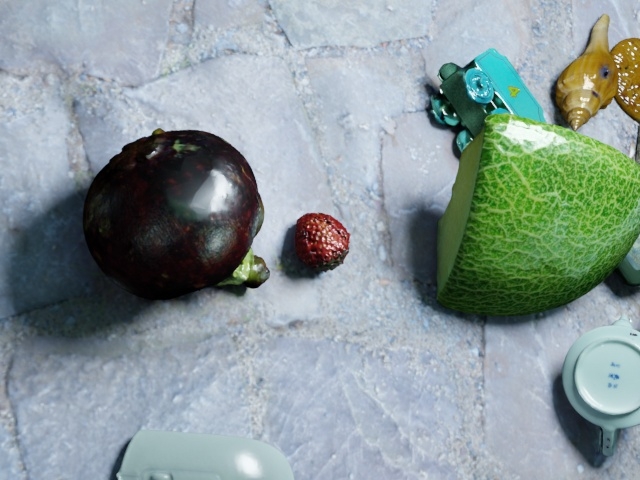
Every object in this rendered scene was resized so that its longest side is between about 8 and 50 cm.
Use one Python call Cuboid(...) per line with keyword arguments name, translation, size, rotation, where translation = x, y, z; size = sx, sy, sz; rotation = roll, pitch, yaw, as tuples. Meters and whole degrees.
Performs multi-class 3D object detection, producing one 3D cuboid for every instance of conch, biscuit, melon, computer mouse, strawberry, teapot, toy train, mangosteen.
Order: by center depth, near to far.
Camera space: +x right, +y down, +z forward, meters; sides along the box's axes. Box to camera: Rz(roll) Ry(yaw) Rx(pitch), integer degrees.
Cuboid(name="computer mouse", translation=(-0.140, 0.306, 1.166), size=(0.231, 0.079, 0.127), rotation=(9, 67, -20))
Cuboid(name="mangosteen", translation=(-0.164, -0.010, 1.196), size=(0.289, 0.231, 0.231), rotation=(49, 55, -35))
Cuboid(name="strawberry", translation=(0.000, 0.000, 1.343), size=(0.083, 0.083, 0.096), rotation=(-21, 54, -31))
Cuboid(name="melon", translation=(0.359, -0.039, 1.434), size=(0.344, 0.226, 0.331), rotation=(4, 110, -9))
Cuboid(name="teapot", translation=(0.470, 0.225, 1.472), size=(0.159, 0.159, 0.232), rotation=(15, 79, -21))
Cuboid(name="toy train", translation=(0.279, -0.222, 1.545), size=(0.154, 0.107, 0.198), rotation=(-35, 91, -39))
Cuboid(name="conch", translation=(0.502, -0.312, 1.692), size=(0.109, 0.093, 0.330), rotation=(32, 60, -6))
Cuboid(name="biscuit", translation=(0.630, -0.309, 1.793), size=(0.188, 0.027, 0.187), rotation=(8, 70, -24))

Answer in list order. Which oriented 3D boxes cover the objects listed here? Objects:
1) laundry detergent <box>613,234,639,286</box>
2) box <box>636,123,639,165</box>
Cuboid(name="laundry detergent", translation=(0.579, -0.030, 1.584), size=(0.222, 0.078, 0.144), rotation=(-37, 85, 0))
Cuboid(name="box", translation=(0.627, -0.175, 1.735), size=(0.062, 0.045, 0.098), rotation=(20, 66, -18))
